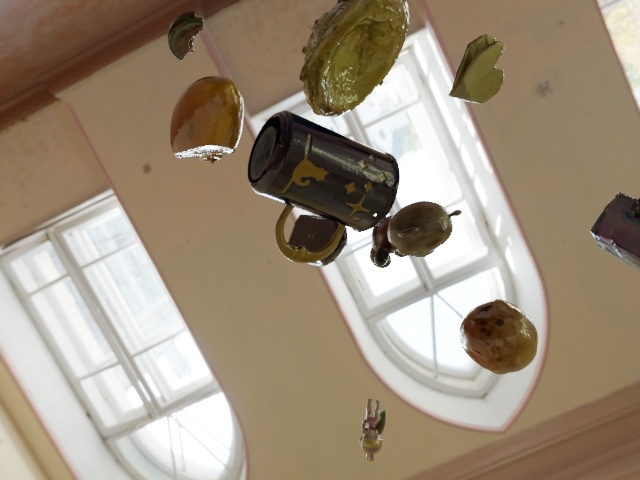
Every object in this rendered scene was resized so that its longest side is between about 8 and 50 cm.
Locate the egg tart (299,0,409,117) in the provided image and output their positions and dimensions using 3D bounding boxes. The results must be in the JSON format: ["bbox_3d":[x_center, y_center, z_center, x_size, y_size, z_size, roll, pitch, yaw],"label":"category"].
[{"bbox_3d":[0.059,-0.419,1.061,0.315,0.120,0.315,-38,158,-18],"label":"egg tart"}]

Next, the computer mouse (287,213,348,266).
[{"bbox_3d":[0.000,0.000,1.136,0.217,0.073,0.122,12,-105,54],"label":"computer mouse"}]

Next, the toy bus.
[{"bbox_3d":[0.712,0.016,0.984,0.138,0.112,0.317,-45,-152,6],"label":"toy bus"}]

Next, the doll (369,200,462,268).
[{"bbox_3d":[0.263,-0.027,1.455,0.235,0.174,0.330,-19,178,-26],"label":"doll"}]

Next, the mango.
[{"bbox_3d":[-0.238,-0.252,1.019,0.126,0.154,0.252,-6,164,-35],"label":"mango"}]

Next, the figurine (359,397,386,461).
[{"bbox_3d":[0.164,0.585,1.495,0.083,0.083,0.187,-23,-144,25],"label":"figurine"}]

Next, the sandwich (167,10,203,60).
[{"bbox_3d":[-0.317,-0.469,1.114,0.067,0.029,0.135,9,147,-27],"label":"sandwich"}]

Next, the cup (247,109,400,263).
[{"bbox_3d":[-0.005,-0.093,0.933,0.256,0.255,0.178,16,165,-29],"label":"cup"}]

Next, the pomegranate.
[{"bbox_3d":[0.506,0.282,1.371,0.215,0.215,0.215,-26,-172,4],"label":"pomegranate"}]

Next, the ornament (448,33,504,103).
[{"bbox_3d":[0.436,-0.458,1.361,0.180,0.059,0.201,-37,144,-1],"label":"ornament"}]
